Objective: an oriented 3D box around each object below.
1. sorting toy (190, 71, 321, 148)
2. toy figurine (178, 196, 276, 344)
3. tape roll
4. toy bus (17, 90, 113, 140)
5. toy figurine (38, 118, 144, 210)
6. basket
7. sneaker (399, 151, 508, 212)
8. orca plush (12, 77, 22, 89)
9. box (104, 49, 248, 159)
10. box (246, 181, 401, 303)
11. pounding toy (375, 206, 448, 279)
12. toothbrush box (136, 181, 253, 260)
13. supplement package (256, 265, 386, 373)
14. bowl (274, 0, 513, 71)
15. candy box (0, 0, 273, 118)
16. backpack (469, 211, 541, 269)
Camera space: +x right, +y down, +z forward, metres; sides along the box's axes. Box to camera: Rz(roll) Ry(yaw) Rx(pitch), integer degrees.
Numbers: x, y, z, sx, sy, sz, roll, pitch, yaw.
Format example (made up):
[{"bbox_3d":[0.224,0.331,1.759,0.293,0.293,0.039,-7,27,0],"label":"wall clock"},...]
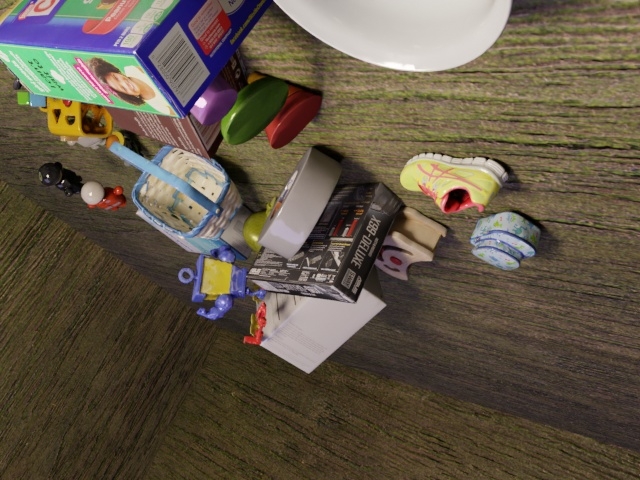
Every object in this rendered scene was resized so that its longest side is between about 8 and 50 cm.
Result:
[{"bbox_3d":[-0.125,-0.234,1.096,0.126,0.127,0.365,47,-162,12],"label":"sorting toy"},{"bbox_3d":[-0.234,0.063,1.711,0.217,0.362,0.191,6,159,-9],"label":"toy figurine"},{"bbox_3d":[-0.042,-0.074,1.380,0.072,0.219,0.219,29,161,-8],"label":"tape roll"},{"bbox_3d":[-0.550,-0.271,1.542,0.191,0.104,0.202,1,-171,-8],"label":"toy bus"},{"bbox_3d":[-0.578,-0.195,1.771,0.213,0.209,0.148,24,178,18],"label":"toy figurine"},{"bbox_3d":[-0.326,-0.121,1.626,0.255,0.201,0.289,31,172,30],"label":"basket"},{"bbox_3d":[0.211,-0.092,1.196,0.208,0.094,0.081,6,155,49],"label":"sneaker"},{"bbox_3d":[-0.598,-0.380,1.482,0.102,0.151,0.287,-1,166,-19],"label":"orca plush"},{"bbox_3d":[-0.257,-0.274,1.207,0.203,0.167,0.168,21,161,15],"label":"box"},{"bbox_3d":[0.000,0.000,1.490,0.076,0.242,0.307,39,157,-33],"label":"box"},{"bbox_3d":[0.154,0.040,1.528,0.154,0.154,0.269,38,159,-19],"label":"pounding toy"},{"bbox_3d":[-0.336,-0.061,1.950,0.296,0.126,0.216,8,154,46],"label":"toothbrush box"},{"bbox_3d":[-0.004,0.162,1.800,0.177,0.293,0.175,36,-158,-26],"label":"supplement package"},{"bbox_3d":[0.071,-0.319,0.708,0.298,0.134,0.298,23,162,8],"label":"bowl"},{"bbox_3d":[-0.249,-0.310,0.941,0.317,0.268,0.122,13,151,34],"label":"candy box"},{"bbox_3d":[0.344,0.002,1.291,0.105,0.084,0.114,28,159,-13],"label":"backpack"}]
